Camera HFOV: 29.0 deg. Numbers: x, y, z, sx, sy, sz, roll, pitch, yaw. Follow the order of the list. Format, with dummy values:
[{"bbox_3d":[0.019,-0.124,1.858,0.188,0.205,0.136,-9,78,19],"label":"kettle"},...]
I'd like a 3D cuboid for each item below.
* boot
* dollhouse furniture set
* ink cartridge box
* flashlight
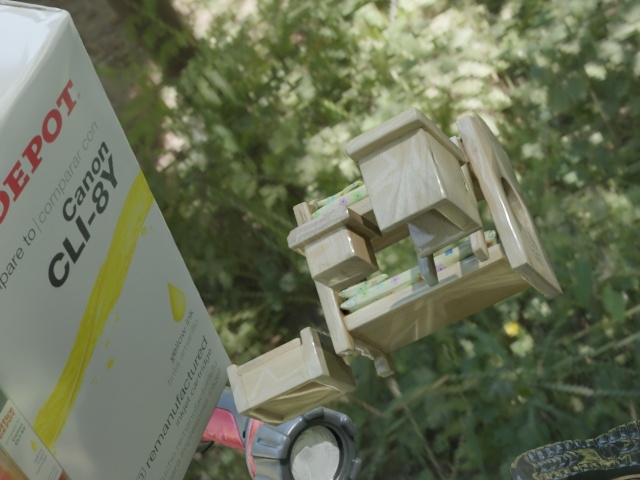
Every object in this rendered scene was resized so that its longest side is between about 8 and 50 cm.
[{"bbox_3d":[0.273,0.236,1.081,0.198,0.137,0.077,-10,21,7],"label":"boot"},{"bbox_3d":[0.000,0.000,0.629,0.182,0.161,0.101,-27,61,19],"label":"dollhouse furniture set"},{"bbox_3d":[-0.220,0.075,0.791,0.160,0.384,0.279,10,55,22],"label":"ink cartridge box"},{"bbox_3d":[-0.085,0.200,1.256,0.103,0.103,0.304,-17,10,-35],"label":"flashlight"}]
